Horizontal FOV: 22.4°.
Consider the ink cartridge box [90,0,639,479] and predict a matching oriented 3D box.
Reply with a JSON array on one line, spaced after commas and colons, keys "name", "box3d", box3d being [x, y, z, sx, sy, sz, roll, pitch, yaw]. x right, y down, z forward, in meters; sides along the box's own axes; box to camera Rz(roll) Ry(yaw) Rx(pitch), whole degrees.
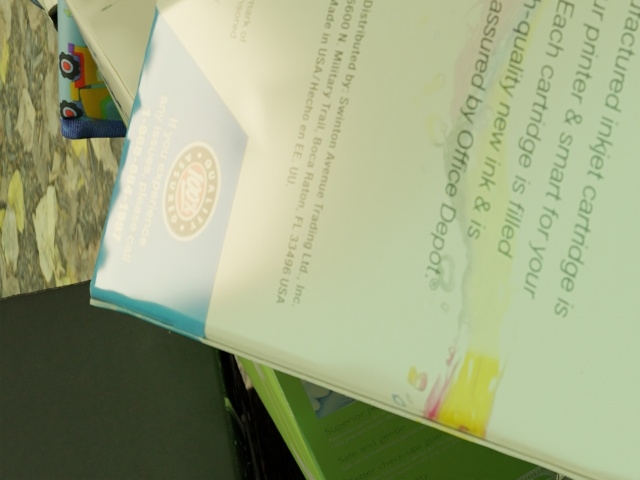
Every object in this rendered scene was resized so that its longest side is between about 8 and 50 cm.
[{"name": "ink cartridge box", "box3d": [0.088, -0.029, 0.439, 0.233, 0.168, 0.171, 17, 94, 41]}]

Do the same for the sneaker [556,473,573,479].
[{"name": "sneaker", "box3d": [0.139, 0.058, 0.620, 0.112, 0.121, 0.299, 38, 124, 47]}]

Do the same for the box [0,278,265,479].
[{"name": "box", "box3d": [-0.112, 0.232, 1.009, 0.312, 0.179, 0.343, 80, 178, -71]}]

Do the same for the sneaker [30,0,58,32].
[{"name": "sneaker", "box3d": [-0.176, -0.278, 1.307, 0.315, 0.128, 0.182, 100, 150, -42]}]

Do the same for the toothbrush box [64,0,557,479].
[{"name": "toothbrush box", "box3d": [0.000, 0.000, 0.789, 0.206, 0.122, 0.283, 55, 171, 50]}]

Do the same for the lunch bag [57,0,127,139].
[{"name": "lunch bag", "box3d": [-0.073, -0.221, 1.018, 0.293, 0.138, 0.221, -84, 0, -58]}]
